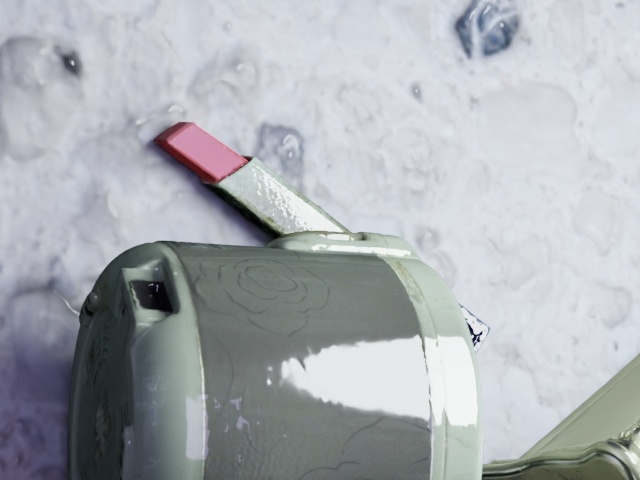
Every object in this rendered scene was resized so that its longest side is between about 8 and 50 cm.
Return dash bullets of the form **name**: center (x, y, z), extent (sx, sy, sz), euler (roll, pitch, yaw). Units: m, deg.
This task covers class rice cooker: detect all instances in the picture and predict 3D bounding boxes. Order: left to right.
- **rice cooker**: center (-0.031, 0.135, 1.163), extent (0.277, 0.288, 0.288), euler (2, 78, -21)

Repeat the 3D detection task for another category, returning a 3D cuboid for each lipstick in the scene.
- **lipstick**: center (0.000, 0.000, 1.324), extent (0.312, 0.051, 0.051), euler (39, 69, -8)

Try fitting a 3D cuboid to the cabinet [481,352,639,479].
- **cabinet**: center (0.366, 0.202, 1.324), extent (0.318, 0.227, 0.290), euler (-36, 91, -24)
